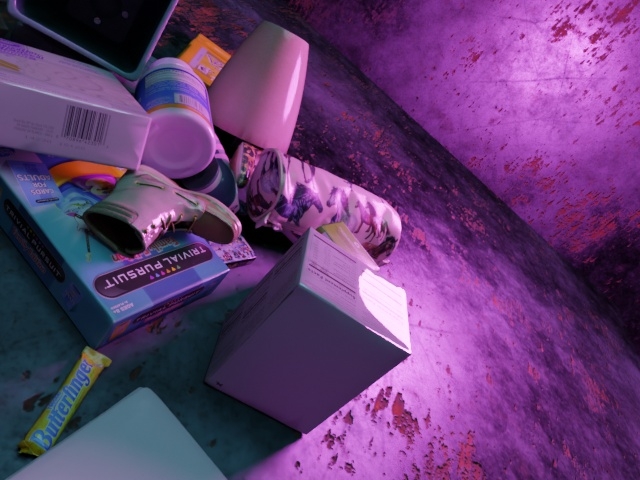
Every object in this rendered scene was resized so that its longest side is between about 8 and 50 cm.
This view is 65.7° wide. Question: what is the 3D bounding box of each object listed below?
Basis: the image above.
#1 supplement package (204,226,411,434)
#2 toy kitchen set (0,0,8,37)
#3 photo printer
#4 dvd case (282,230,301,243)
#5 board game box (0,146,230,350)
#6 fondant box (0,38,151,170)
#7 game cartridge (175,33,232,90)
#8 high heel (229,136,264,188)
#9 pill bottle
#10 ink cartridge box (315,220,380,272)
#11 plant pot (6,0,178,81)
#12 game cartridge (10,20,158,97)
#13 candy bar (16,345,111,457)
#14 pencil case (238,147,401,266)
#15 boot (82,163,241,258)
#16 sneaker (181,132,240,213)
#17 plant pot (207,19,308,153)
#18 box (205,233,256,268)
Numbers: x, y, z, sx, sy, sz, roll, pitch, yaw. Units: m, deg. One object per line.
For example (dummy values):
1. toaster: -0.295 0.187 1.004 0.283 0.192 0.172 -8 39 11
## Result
1. supplement package: -0.020 0.152 0.793 0.204 0.262 0.145 34 31 -16
2. toy kitchen set: -0.689 -0.487 0.906 0.207 0.166 0.122 -6 56 -54
3. photo printer: -0.187 0.338 0.510 0.307 0.107 0.256 48 30 8
4. dvd case: 0.000 0.000 1.257 0.253 0.022 0.180 44 29 2
5. board game box: -0.346 -0.020 0.808 0.336 0.079 0.254 48 30 9
6. fondant box: -0.448 -0.237 0.821 0.238 0.096 0.330 7 23 -38
7. game cartridge: -0.291 -0.492 1.509 0.285 0.052 0.323 32 33 -20
8. high heel: -0.136 -0.171 1.239 0.186 0.093 0.261 26 27 -23
9. pill bottle: -0.301 -0.263 1.012 0.152 0.152 0.272 21 33 -34
10. ink cartridge box: 0.038 0.119 0.983 0.255 0.189 0.097 52 29 12
11. plant pot: -0.452 -0.507 1.038 0.248 0.247 0.252 26 7 -27
12. game cartridge: -0.492 -0.411 1.158 0.355 0.068 0.230 29 37 -24
13. candy bar: -0.317 0.201 0.621 0.040 0.018 0.161 35 30 -14
14. pencil case: 0.016 -0.061 1.169 0.411 0.160 0.183 20 73 -37
15. boot: -0.240 -0.025 0.782 0.213 0.077 0.165 29 31 -10
16. sneaker: -0.260 -0.174 1.117 0.131 0.112 0.319 55 9 -46
17. plant pot: -0.147 -0.401 1.265 0.257 0.273 0.256 25 14 -7
18. box: -0.202 0.014 0.988 0.094 0.027 0.137 52 31 17
